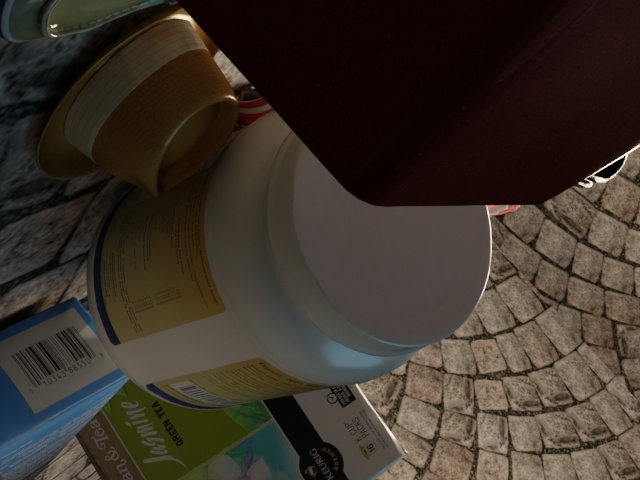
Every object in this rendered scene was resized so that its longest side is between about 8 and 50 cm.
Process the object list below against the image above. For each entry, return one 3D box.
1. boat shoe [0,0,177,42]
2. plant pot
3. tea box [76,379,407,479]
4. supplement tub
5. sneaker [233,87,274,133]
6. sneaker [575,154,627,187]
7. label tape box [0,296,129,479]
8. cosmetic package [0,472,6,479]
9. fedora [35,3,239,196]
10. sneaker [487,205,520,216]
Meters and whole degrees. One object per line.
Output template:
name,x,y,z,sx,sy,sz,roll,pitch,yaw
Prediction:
boat shoe,-0.054,-0.185,0.661,0.302,0.094,0.109,-37,170,-26
plant pot,0.077,-0.160,0.552,0.267,0.267,0.235,-3,137,-54
tea box,-0.124,0.239,1.522,0.324,0.329,0.220,-33,169,-15
supplement tub,-0.034,0.016,1.003,0.228,0.228,0.316,-34,-171,-38
sneaker,-0.076,-0.108,1.124,0.118,0.067,0.042,-7,-158,46
sneaker,0.323,-0.167,1.766,0.169,0.257,0.447,-42,171,6
label tape box,-0.379,0.226,1.207,0.348,0.115,0.249,-43,171,39
cosmetic package,-0.390,0.306,0.797,0.327,0.329,0.393,-27,164,-42
fedora,-0.119,-0.091,0.882,0.194,0.079,0.194,-39,171,-7
sneaker,0.160,-0.048,1.697,0.136,0.116,0.314,3,147,-36
